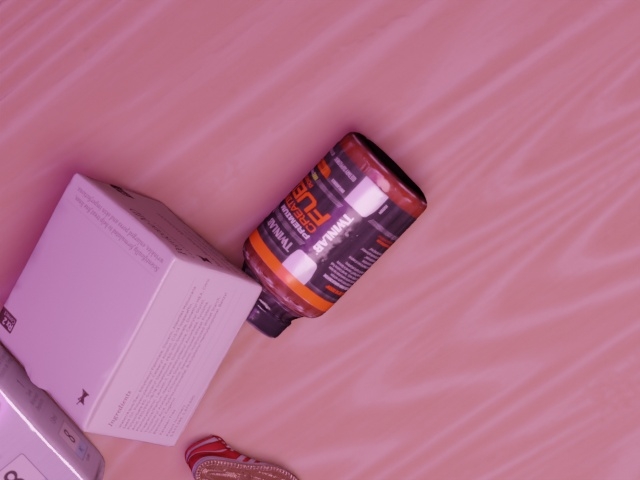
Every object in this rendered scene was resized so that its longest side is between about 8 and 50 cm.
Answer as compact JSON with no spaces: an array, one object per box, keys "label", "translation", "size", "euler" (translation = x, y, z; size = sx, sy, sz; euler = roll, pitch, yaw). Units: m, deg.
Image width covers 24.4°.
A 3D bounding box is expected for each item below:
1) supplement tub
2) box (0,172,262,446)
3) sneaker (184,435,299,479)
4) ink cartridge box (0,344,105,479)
[{"label":"supplement tub","translation":[0.000,0.000,1.388],"size":[0.106,0.106,0.198],"euler":[44,99,1]},{"label":"box","translation":[-0.182,0.064,1.370],"size":[0.181,0.119,0.182],"euler":[37,102,41]},{"label":"sneaker","translation":[-0.078,0.227,1.459],"size":[0.118,0.067,0.042],"euler":[19,96,-25]},{"label":"ink cartridge box","translation":[-0.451,0.185,1.438],"size":[0.308,0.091,0.385],"euler":[-39,102,10]}]
